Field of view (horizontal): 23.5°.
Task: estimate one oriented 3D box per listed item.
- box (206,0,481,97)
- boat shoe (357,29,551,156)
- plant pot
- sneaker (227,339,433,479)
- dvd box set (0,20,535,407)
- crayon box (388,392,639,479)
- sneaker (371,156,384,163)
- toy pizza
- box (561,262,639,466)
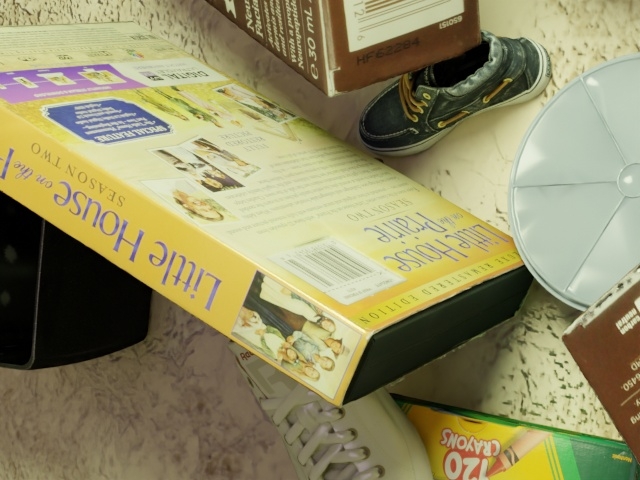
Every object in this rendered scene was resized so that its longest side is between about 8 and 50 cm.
[{"bbox_3d":[-0.036,-0.280,1.201,0.381,0.143,0.191,44,149,51],"label":"box"},{"bbox_3d":[0.085,-0.121,1.215,0.183,0.083,0.065,-23,70,36],"label":"boat shoe"},{"bbox_3d":[-0.256,0.025,1.425,0.187,0.167,0.188,1,84,40],"label":"plant pot"},{"bbox_3d":[-0.011,0.123,1.136,0.106,0.123,0.290,-36,61,28],"label":"sneaker"},{"bbox_3d":[-0.074,-0.043,1.125,0.420,0.307,0.062,31,112,20],"label":"dvd box set"},{"bbox_3d":[0.123,0.213,1.140,0.278,0.081,0.165,7,87,41],"label":"crayon box"},{"bbox_3d":[-0.002,0.000,1.296,0.170,0.051,0.089,-27,68,39],"label":"sneaker"},{"bbox_3d":[0.230,-0.039,1.102,0.201,0.032,0.201,-11,68,28],"label":"toy pizza"},{"bbox_3d":[0.292,0.081,0.939,0.168,0.203,0.167,-45,59,26],"label":"box"}]
